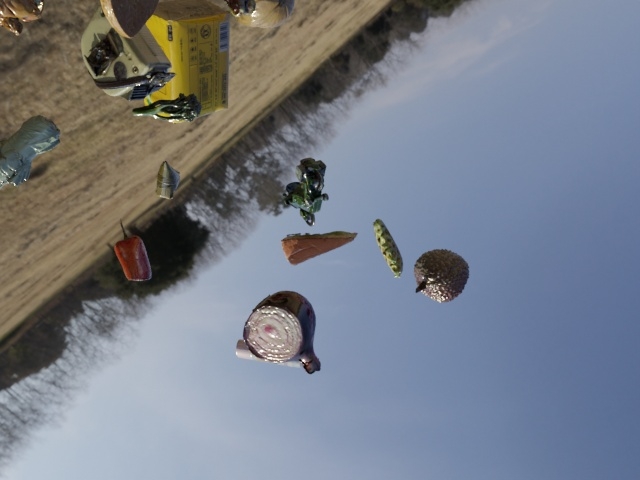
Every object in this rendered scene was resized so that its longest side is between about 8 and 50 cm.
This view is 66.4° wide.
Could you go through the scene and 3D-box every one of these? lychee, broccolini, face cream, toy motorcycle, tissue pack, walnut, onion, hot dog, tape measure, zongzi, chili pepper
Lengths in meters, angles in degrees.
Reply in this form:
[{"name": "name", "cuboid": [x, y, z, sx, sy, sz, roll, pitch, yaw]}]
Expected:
[{"name": "lychee", "cuboid": [0.345, 0.106, 1.435, 0.198, 0.165, 0.165, -27, -171, -17]}, {"name": "broccolini", "cuboid": [-0.451, -0.384, 1.431, 0.203, 0.091, 0.068, -8, -178, -6]}, {"name": "face cream", "cuboid": [-0.152, 0.339, 1.466, 0.084, 0.199, 0.057, 92, 5, -61]}, {"name": "toy motorcycle", "cuboid": [-0.052, -0.190, 1.785, 0.125, 0.187, 0.274, -19, 147, -27]}, {"name": "tissue pack", "cuboid": [-0.502, -0.675, 1.829, 0.293, 0.228, 0.381, -35, 146, -41]}, {"name": "walnut", "cuboid": [-0.197, -0.813, 1.621, 0.228, 0.228, 0.228, -38, -167, 11]}, {"name": "onion", "cuboid": [-0.071, 0.229, 1.194, 0.195, 0.218, 0.140, -48, 177, 21]}, {"name": "hot dog", "cuboid": [-0.841, -0.579, 1.144, 0.158, 0.349, 0.117, -98, -157, -53]}, {"name": "tape measure", "cuboid": [-0.569, -0.506, 1.405, 0.231, 0.271, 0.133, -36, 179, 34]}, {"name": "zongzi", "cuboid": [-0.590, -0.272, 1.907, 0.160, 0.079, 0.176, -93, -167, -51]}, {"name": "chili pepper", "cuboid": [-0.542, 0.028, 1.396, 0.084, 0.191, 0.086, -17, 178, -41]}]

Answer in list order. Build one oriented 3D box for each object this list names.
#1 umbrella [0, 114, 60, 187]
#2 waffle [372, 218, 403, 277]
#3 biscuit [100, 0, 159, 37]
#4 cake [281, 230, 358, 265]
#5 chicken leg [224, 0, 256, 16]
[{"name": "umbrella", "cuboid": [-0.463, -0.132, 0.750, 0.143, 0.067, 0.062, -47, -168, -4]}, {"name": "waffle", "cuboid": [0.226, 0.025, 1.616, 0.054, 0.207, 0.214, -25, 179, 9]}, {"name": "biscuit", "cuboid": [-0.325, -0.463, 0.844, 0.142, 0.029, 0.220, -41, 155, -60]}, {"name": "cake", "cuboid": [0.002, 0.021, 1.460, 0.226, 0.090, 0.109, -4, -174, 16]}, {"name": "chicken leg", "cuboid": [-0.243, -0.803, 1.278, 0.140, 0.211, 0.360, -16, 141, -35]}]
